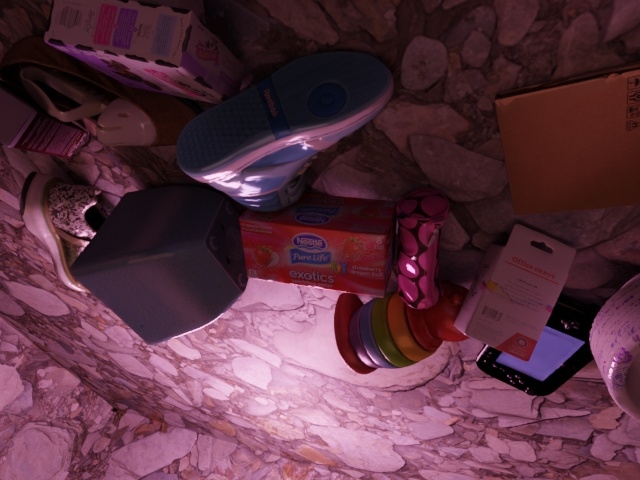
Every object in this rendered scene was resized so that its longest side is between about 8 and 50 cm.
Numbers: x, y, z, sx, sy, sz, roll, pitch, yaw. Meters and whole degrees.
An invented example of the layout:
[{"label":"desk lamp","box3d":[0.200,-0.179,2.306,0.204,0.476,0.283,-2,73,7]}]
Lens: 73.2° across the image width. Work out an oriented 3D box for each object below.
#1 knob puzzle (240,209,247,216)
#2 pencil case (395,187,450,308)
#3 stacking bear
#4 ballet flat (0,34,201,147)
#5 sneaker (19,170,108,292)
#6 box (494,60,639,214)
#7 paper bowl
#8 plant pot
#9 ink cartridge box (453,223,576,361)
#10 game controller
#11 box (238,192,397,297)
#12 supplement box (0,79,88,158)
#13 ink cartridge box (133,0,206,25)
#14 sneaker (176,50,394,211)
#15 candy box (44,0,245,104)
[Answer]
[{"label":"knob puzzle","box3d":[-0.049,-0.017,0.869,0.213,0.030,0.213,14,139,12]},{"label":"pencil case","box3d":[0.171,0.023,0.726,0.098,0.095,0.209,49,157,48]},{"label":"stacking bear","box3d":[0.182,0.165,0.867,0.289,0.164,0.175,-28,119,39]},{"label":"ballet flat","box3d":[-0.371,-0.228,0.719,0.342,0.124,0.116,27,139,-4]},{"label":"sneaker","box3d":[-0.566,0.006,1.082,0.182,0.158,0.410,1,143,0]},{"label":"box","box3d":[0.331,-0.120,0.570,0.164,0.021,0.201,-4,133,30]},{"label":"paper bowl","box3d":[0.548,0.136,0.619,0.284,0.148,0.284,5,127,6]},{"label":"plant pot","box3d":[-0.277,0.032,0.887,0.252,0.247,0.248,-13,129,19]},{"label":"ink cartridge box","box3d":[0.321,0.082,0.716,0.115,0.198,0.067,24,-177,0]},{"label":"game controller","box3d":[0.430,0.211,0.855,0.166,0.067,0.319,16,139,10]},{"label":"box","box3d":[0.000,0.000,0.763,0.256,0.123,0.128,7,123,16]},{"label":"supplement box","box3d":[-0.520,-0.214,0.748,0.130,0.073,0.239,34,180,-11]},{"label":"ink cartridge box","box3d":[-0.219,-0.347,0.559,0.104,0.062,0.181,14,140,12]},{"label":"sneaker","box3d":[-0.032,-0.149,0.663,0.318,0.127,0.208,-17,157,14]},{"label":"candy box","box3d":[-0.227,-0.255,0.590,0.196,0.070,0.165,15,-177,12]}]
